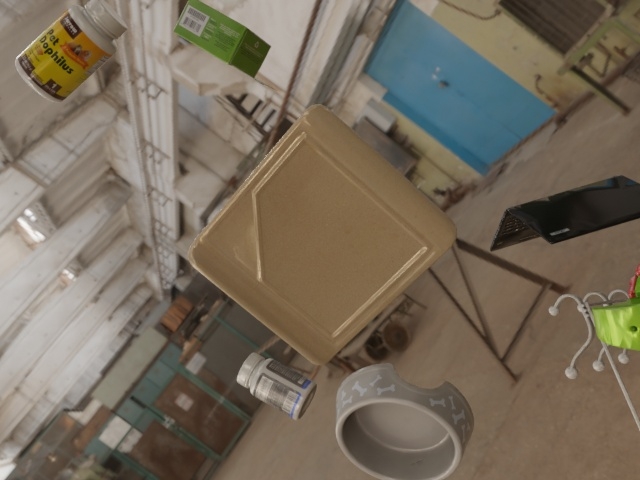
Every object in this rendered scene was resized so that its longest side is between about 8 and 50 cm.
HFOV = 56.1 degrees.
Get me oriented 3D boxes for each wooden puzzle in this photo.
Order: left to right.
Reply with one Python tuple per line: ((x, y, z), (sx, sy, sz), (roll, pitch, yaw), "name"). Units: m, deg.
((0.000, 0.000, 0.695), (0.239, 0.221, 0.044), (-47, 10, 15), "wooden puzzle")

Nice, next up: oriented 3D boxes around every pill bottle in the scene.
((-0.496, -0.388, 1.210), (0.215, 0.117, 0.117), (-39, 3, 8), "pill bottle")
((-0.083, 0.271, 1.128), (0.078, 0.137, 0.078), (-55, -18, -28), "pill bottle")

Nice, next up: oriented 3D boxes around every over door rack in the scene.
((0.557, 0.241, 1.069), (0.239, 0.324, 0.108), (0, -37, -41), "over door rack")

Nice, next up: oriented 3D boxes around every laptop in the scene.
((0.471, -0.021, 1.119), (0.234, 0.137, 0.264), (-16, -28, -4), "laptop")

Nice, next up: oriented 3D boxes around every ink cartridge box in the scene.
((-0.213, -0.487, 1.511), (0.097, 0.188, 0.255), (-60, -19, 11), "ink cartridge box")

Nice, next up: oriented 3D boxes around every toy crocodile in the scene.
((0.477, 0.043, 0.806), (0.105, 0.115, 0.340), (-4, 25, 49), "toy crocodile")

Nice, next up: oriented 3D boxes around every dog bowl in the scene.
((0.195, 0.464, 1.475), (0.349, 0.348, 0.102), (-53, 6, 35), "dog bowl")
